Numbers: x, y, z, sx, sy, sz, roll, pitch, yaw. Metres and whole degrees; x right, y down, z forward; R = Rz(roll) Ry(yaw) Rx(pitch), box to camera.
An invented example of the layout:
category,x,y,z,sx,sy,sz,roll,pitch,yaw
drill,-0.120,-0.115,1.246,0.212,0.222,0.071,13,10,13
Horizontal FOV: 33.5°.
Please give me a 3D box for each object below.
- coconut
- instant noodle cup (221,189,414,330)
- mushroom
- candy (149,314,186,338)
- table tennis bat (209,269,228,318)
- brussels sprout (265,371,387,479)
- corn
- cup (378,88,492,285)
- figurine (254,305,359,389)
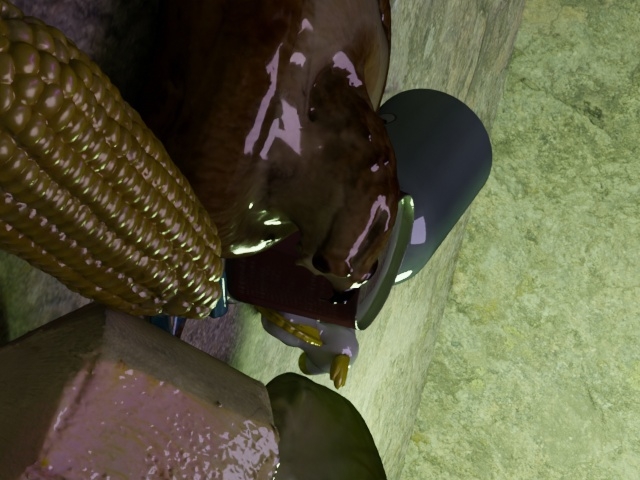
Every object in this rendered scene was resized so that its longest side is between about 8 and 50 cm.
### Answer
category,x,y,z,sx,sy,sz,roll,pitch,yaw
coconut,-0.177,0.170,0.818,0.233,0.245,0.233,-49,-153,35
instant noodle cup,0.000,0.000,1.312,0.234,0.178,0.234,-57,160,-35
mushroom,-0.017,-0.132,0.938,0.345,0.260,0.345,-52,153,-40
candy,-0.159,0.076,1.126,0.088,0.038,0.136,-50,155,-77
table tennis bat,-0.119,0.028,1.166,0.201,0.033,0.124,96,-7,-58
brussels sprout,-0.051,0.344,1.425,0.344,0.268,0.344,41,36,-39
corn,-0.166,-0.041,0.699,0.130,0.130,0.347,-65,147,-19
cup,0.112,-0.075,1.559,0.312,0.206,0.205,-49,154,-52
figurine,-0.025,0.119,1.445,0.109,0.178,0.129,-48,-162,8
